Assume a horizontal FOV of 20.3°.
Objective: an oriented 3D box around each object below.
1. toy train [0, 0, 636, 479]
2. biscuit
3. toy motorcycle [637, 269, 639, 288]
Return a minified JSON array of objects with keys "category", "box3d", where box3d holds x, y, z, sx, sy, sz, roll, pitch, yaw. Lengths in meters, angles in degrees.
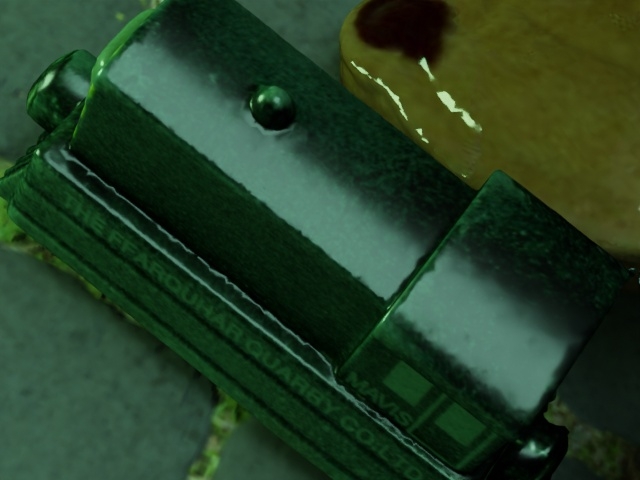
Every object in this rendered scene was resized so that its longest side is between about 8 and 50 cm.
[{"category":"toy train","box3d":[0.000,0.000,0.882,0.330,0.178,0.138,38,60,1]},{"category":"biscuit","box3d":[0.232,-0.155,1.027,0.350,0.078,0.455,24,58,17]},{"category":"toy motorcycle","box3d":[0.277,0.114,0.887,0.221,0.148,0.326,-44,124,-24]}]
